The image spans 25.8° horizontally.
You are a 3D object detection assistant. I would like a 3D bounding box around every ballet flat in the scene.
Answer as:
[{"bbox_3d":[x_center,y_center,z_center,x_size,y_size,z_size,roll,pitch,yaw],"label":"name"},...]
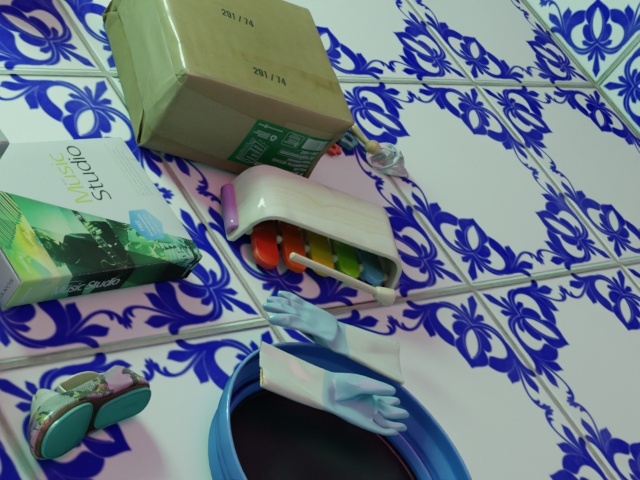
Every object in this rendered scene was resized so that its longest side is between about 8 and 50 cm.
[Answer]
[{"bbox_3d":[-0.286,0.194,1.629,0.079,0.076,0.221,30,24,20],"label":"ballet flat"}]

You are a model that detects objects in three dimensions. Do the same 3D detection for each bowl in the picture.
[{"bbox_3d":[0.028,0.305,1.795,0.391,0.077,0.391,27,34,-20],"label":"bowl"}]

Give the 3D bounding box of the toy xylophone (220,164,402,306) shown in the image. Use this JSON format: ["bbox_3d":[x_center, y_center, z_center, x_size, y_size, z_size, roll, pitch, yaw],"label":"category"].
[{"bbox_3d":[0.000,0.000,2.133,0.323,0.081,0.236,25,35,-22],"label":"toy xylophone"}]

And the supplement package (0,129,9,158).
[{"bbox_3d":[-0.548,-0.157,1.684,0.175,0.177,0.293,-13,58,-51],"label":"supplement package"}]

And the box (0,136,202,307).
[{"bbox_3d":[-0.337,-0.033,1.858,0.322,0.058,0.232,-10,57,-49],"label":"box"}]

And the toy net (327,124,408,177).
[{"bbox_3d":[0.066,-0.176,2.449,0.232,0.045,0.122,31,33,-14],"label":"toy net"}]

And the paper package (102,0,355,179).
[{"bbox_3d":[-0.151,-0.265,2.228,0.325,0.168,0.309,14,42,-35],"label":"paper package"}]

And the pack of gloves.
[{"bbox_3d":[0.028,0.154,1.866,0.232,0.046,0.195,25,36,-22],"label":"pack of gloves"}]
